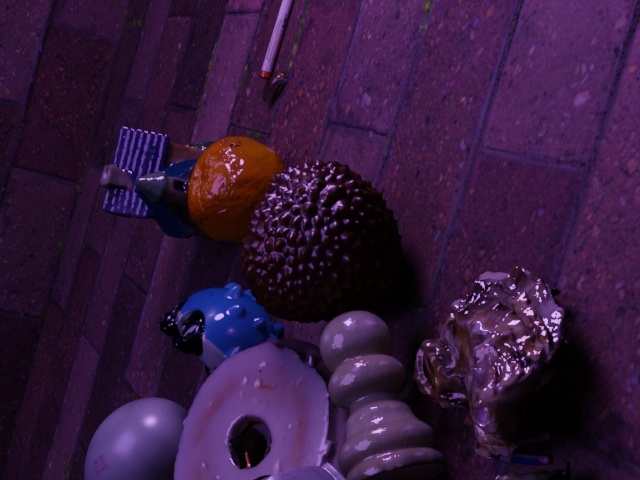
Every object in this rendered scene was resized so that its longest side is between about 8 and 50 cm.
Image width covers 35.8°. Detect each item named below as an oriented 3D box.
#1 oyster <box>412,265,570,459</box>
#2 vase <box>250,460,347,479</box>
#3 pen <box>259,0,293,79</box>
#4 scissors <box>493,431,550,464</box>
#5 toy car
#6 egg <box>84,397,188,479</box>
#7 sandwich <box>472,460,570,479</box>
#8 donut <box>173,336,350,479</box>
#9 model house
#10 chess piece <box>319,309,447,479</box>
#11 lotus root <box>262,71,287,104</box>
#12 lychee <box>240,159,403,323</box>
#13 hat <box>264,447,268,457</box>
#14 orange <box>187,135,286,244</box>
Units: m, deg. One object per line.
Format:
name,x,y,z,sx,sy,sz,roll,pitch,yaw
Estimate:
oyster,0.204,0.150,1.232,0.351,0.114,0.238,-86,15,-72
vase,0.019,0.509,1.211,0.250,0.250,0.445,-50,59,40
pen,-0.091,-0.461,2.181,0.026,0.026,0.218,29,102,62
scissors,0.246,0.261,1.233,0.113,0.012,0.039,-25,56,56
toy car,-0.174,0.171,1.883,0.190,0.188,0.255,-47,18,-8
egg,-0.373,0.465,2.058,0.371,0.230,0.230,126,146,-45
sandwich,0.169,0.383,1.139,0.109,0.212,0.292,-150,62,-76
donut,-0.070,0.339,1.569,0.382,0.142,0.383,-22,54,35
model house,-0.327,-0.133,2.190,0.312,0.280,0.245,10,86,61
chess piece,0.074,0.217,1.391,0.144,0.144,0.251,-45,51,44
lotus root,-0.102,-0.335,2.135,0.083,0.030,0.037,-51,35,38
lychee,0.000,0.000,1.542,0.267,0.267,0.267,-35,48,51
hat,-0.131,0.473,1.730,0.252,0.110,0.252,-32,52,53
orange,-0.163,-0.098,1.968,0.219,0.193,0.219,12,104,63
